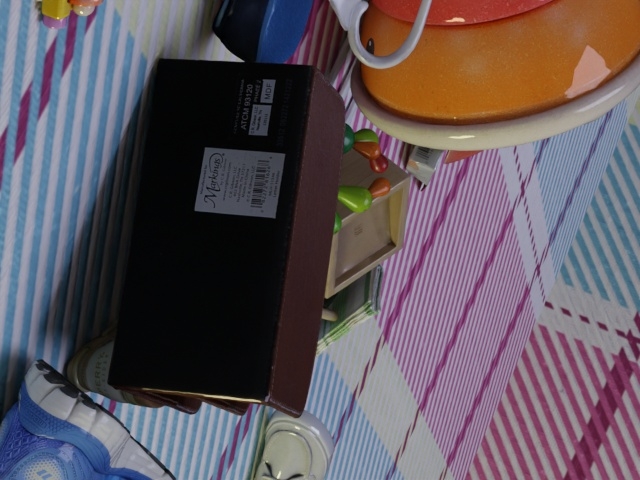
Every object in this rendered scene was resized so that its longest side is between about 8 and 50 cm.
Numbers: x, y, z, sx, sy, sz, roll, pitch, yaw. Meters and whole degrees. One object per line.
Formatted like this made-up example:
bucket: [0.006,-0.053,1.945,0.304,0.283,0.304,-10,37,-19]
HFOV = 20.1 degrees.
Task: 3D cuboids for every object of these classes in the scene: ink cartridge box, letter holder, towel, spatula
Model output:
ink cartridge box: [0.161,-0.154,2.527,0.179,0.045,0.145,121,-6,-82]
letter holder: [-0.065,0.009,1.668,0.214,0.152,0.301,38,58,-69]
towel: [0.017,0.098,2.210,0.152,0.023,0.113,-39,-163,22]
spatula: [0.036,-0.188,2.112,0.242,0.019,0.168,-65,162,-10]

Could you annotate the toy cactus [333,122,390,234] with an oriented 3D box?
toy cactus: [-0.014,-0.089,1.970,0.219,0.112,0.180,-35,124,-30]

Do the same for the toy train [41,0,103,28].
toy train: [-0.179,-0.227,1.372,0.166,0.046,0.125,-57,160,-30]

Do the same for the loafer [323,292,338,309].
loafer: [0.001,0.040,2.215,0.170,0.062,0.061,-59,179,-20]

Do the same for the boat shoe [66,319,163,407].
boat shoe: [-0.154,0.092,1.797,0.285,0.089,0.104,-25,115,-70]

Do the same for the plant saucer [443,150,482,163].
plant saucer: [0.250,-0.253,2.442,0.259,0.048,0.258,-67,179,-58]

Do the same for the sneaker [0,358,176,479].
sneaker: [-0.236,0.224,1.667,0.147,0.130,0.330,-50,156,-10]

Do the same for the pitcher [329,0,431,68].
pitcher: [0.083,-0.282,1.758,0.207,0.178,0.125,-37,-154,6]

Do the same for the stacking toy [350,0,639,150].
stacking toy: [0.159,-0.368,1.914,0.350,0.351,0.480,-51,136,-44]

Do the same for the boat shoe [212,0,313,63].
boat shoe: [-0.042,-0.287,1.654,0.109,0.089,0.258,3,114,-58]

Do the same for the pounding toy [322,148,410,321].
pounding toy: [-0.005,0.009,2.121,0.206,0.094,0.181,-33,147,-28]

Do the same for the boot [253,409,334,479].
boot: [-0.047,0.331,2.355,0.258,0.095,0.123,92,20,-51]
